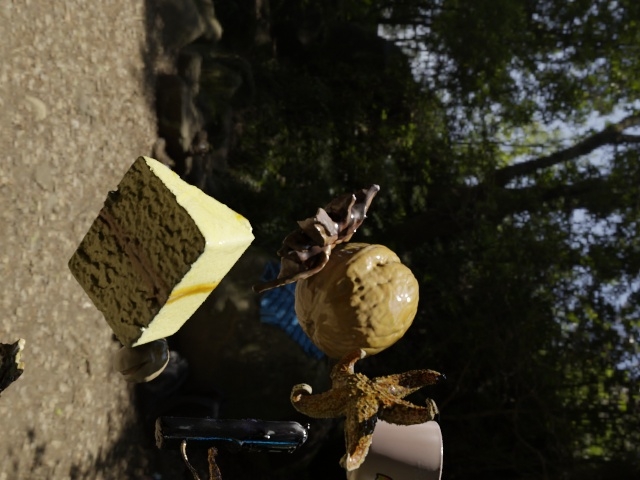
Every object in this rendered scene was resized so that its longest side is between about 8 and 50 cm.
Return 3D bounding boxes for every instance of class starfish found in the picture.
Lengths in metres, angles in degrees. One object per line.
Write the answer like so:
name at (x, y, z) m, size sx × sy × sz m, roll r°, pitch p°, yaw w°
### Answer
starfish at (0.107, 0.334, 1.341) m, size 0.312 × 0.303 × 0.113 m, roll -42°, pitch 134°, yaw -48°

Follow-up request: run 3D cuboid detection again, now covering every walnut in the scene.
walnut at (0.094, 0.147, 1.663) m, size 0.333 × 0.333 × 0.333 m, roll 3°, pitch 90°, yaw -84°

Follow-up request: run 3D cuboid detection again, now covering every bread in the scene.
bread at (-0.289, 0.010, 1.167) m, size 0.263 × 0.236 × 0.198 m, roll -51°, pitch 165°, yaw 15°

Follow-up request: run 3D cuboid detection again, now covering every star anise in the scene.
star anise at (0.000, -0.002, 1.537) m, size 0.349 × 0.109 × 0.292 m, roll -30°, pitch 156°, yaw -45°

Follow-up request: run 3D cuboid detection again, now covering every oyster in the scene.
oyster at (-0.932, 0.407, 1.770) m, size 0.361 × 0.221 × 0.096 m, roll -56°, pitch 135°, yaw -11°

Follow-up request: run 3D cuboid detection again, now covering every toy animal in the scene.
toy animal at (-0.205, 0.505, 1.260) m, size 0.255 × 0.114 × 0.116 m, roll 50°, pitch -8°, yaw -2°

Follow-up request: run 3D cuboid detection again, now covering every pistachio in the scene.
pistachio at (-0.490, 0.326, 1.771) m, size 0.124 × 0.185 × 0.124 m, roll 30°, pitch 49°, yaw -42°

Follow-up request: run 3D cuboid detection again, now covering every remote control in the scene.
remote control at (-0.235, 0.522, 1.720) m, size 0.144 × 0.399 × 0.062 m, roll 111°, pitch -20°, yaw -49°

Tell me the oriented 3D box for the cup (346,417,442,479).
cup at (0.168, 0.547, 1.597) m, size 0.191 × 0.200 × 0.253 m, roll -85°, pitch -175°, yaw -49°
